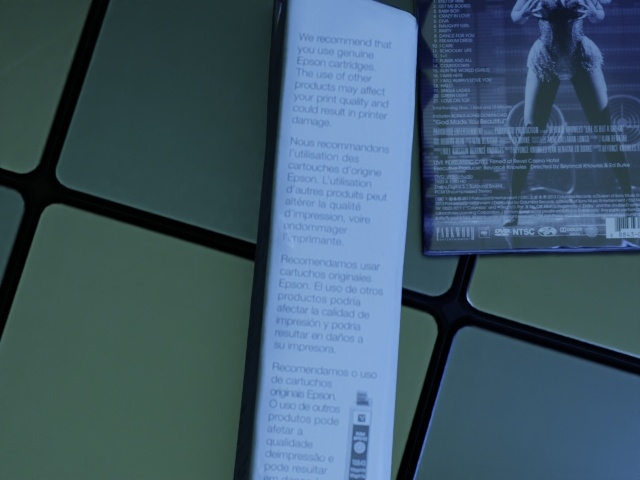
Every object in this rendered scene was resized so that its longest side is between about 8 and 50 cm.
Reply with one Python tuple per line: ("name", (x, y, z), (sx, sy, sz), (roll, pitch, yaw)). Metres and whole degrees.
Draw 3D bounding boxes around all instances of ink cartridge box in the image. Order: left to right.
("ink cartridge box", (0.000, 0.000, 0.961), (0.071, 0.324, 0.330), (6, 82, -3))

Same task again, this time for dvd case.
("dvd case", (0.139, -0.103, 1.137), (0.164, 0.018, 0.221), (-1, 82, -1))
